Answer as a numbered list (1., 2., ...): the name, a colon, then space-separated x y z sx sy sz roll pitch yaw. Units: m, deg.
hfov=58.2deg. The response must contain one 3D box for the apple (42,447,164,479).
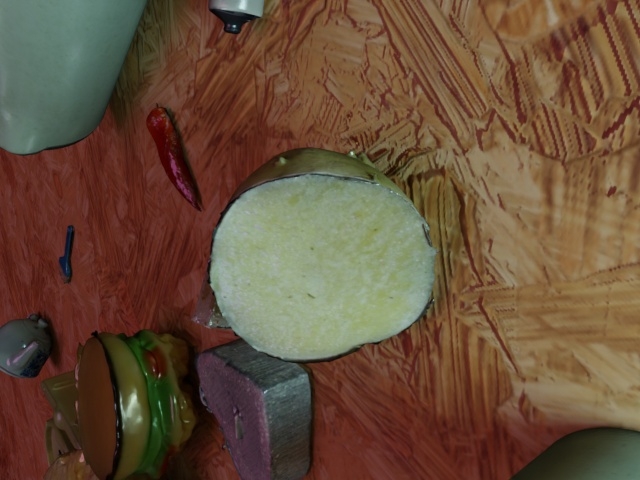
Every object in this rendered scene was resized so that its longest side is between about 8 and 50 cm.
1. apple: -0.332 0.492 0.927 0.309 0.252 0.314 -22 103 39

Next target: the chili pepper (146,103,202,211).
1. chili pepper: -0.202 -0.113 0.781 0.045 0.027 0.178 -38 73 48

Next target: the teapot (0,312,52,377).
1. teapot: -0.758 0.259 1.480 0.232 0.159 0.158 29 123 60

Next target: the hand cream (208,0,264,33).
1. hand cream: -0.077 -0.301 0.565 0.087 0.054 0.186 20 108 41

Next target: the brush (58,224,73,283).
1. brush: -0.552 0.028 1.253 0.051 0.014 0.164 51 133 27

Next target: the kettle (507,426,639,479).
1. kettle: 0.119 0.250 0.316 0.165 0.255 0.240 37 127 36

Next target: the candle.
1. candle: -0.074 0.195 0.679 0.192 0.068 0.168 60 141 18

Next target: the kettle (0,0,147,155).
1. kettle: -0.370 -0.358 0.781 0.377 0.250 0.360 -44 46 49

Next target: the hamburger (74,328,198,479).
1. hamburger: -0.269 0.242 0.866 0.237 0.149 0.236 1 91 52

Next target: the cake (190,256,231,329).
1. cake: -0.124 0.049 0.712 0.052 0.065 0.121 1 94 48

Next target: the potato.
1. potato: 0.000 0.000 0.497 0.117 0.182 0.202 -90 -3 -50

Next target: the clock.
1. clock: -0.495 0.476 1.224 0.286 0.117 0.348 28 121 44
